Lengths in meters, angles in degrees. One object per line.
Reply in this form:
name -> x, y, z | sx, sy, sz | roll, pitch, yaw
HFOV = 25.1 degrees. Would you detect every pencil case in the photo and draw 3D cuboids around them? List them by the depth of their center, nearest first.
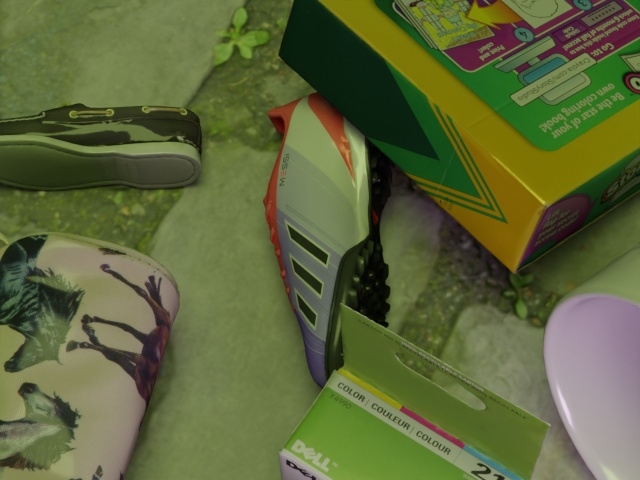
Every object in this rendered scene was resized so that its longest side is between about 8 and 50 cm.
pencil case -> -0.255, 0.193, 1.190 | 0.183, 0.160, 0.410 | 15, 63, -1

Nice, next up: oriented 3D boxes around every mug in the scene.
mug -> 0.418, 0.120, 1.184 | 0.328, 0.276, 0.374 | -31, 96, -22

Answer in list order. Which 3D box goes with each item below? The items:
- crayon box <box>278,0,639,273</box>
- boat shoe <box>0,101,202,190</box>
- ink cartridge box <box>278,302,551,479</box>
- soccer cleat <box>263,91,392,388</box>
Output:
crayon box -> 0.200, -0.174, 1.358 | 0.363, 0.106, 0.313 | -30, 65, -34
boat shoe -> -0.229, -0.095, 1.395 | 0.227, 0.081, 0.069 | 2, 59, -6
ink cartridge box -> 0.066, 0.178, 1.139 | 0.189, 0.255, 0.097 | 30, 67, 16
soccer cleat -> 0.000, 0.000, 1.333 | 0.116, 0.108, 0.318 | -5, 60, 16
